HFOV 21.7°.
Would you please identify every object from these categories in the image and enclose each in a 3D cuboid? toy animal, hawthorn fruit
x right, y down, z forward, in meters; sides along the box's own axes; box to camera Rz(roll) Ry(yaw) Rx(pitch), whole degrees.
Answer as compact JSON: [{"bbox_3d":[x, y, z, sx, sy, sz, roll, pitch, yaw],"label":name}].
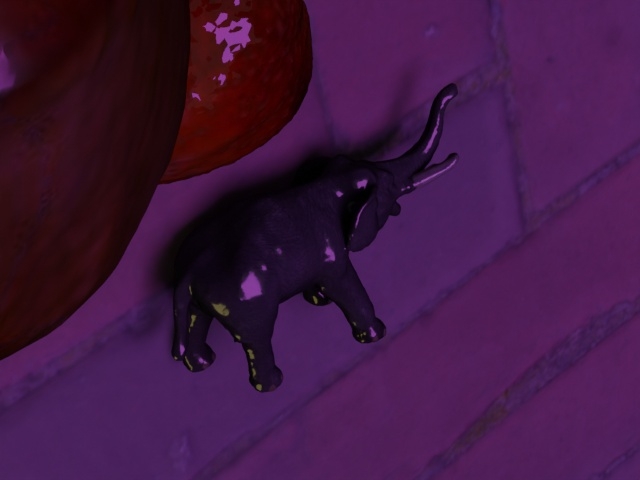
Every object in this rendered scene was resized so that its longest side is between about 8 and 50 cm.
[{"bbox_3d":[0.004,0.006,1.174,0.269,0.082,0.137,-33,133,-23],"label":"toy animal"},{"bbox_3d":[-0.105,-0.113,0.952,0.200,0.179,0.179,-29,134,1],"label":"hawthorn fruit"}]

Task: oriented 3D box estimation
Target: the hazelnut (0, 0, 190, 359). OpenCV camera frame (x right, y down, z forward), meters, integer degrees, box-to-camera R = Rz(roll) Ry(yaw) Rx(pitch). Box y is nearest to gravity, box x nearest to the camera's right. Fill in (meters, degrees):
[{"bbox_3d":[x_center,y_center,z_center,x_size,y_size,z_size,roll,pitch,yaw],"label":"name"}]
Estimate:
[{"bbox_3d":[-0.220,-0.105,0.688,0.366,0.366,0.366,-22,127,-32],"label":"hazelnut"}]
